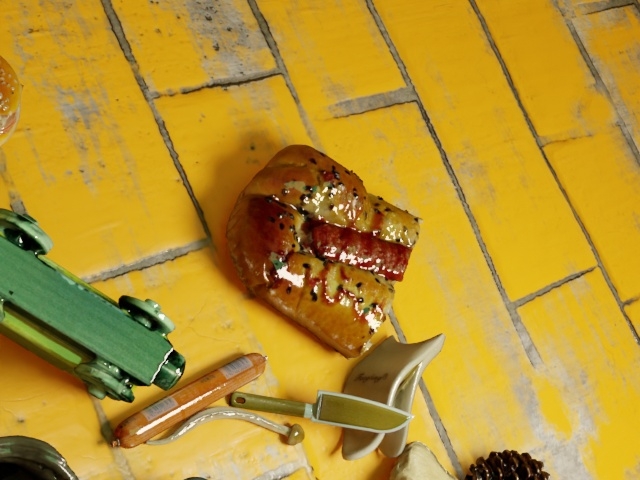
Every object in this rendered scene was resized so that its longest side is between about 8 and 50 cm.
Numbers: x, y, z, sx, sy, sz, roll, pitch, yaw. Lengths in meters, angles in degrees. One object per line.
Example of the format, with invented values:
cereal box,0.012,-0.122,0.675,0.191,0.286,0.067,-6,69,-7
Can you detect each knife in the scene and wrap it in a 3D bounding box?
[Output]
knife,0.003,0.308,1.798,0.343,0.027,0.061,10,86,1

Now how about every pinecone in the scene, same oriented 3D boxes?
pinecone,0.363,0.497,1.946,0.165,0.163,0.163,13,64,-24

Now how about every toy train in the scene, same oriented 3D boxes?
toy train,-0.429,0.113,1.569,0.442,0.272,0.179,35,69,-14

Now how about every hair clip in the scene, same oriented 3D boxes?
hair clip,0.122,0.301,1.897,0.113,0.172,0.282,25,72,-31

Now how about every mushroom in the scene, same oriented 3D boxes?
mushroom,-0.169,0.340,1.774,0.306,0.043,0.068,8,45,-26

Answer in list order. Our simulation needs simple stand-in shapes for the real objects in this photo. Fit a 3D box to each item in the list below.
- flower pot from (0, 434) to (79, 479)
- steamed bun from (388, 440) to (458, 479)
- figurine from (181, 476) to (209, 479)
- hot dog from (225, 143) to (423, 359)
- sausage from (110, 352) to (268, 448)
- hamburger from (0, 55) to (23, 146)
flower pot,-0.497,0.430,1.427,0.302,0.213,0.301,13,64,-27
steamed bun,0.193,0.502,1.844,0.231,0.110,0.212,46,24,26
figurine,-0.254,0.483,1.581,0.140,0.193,0.265,45,66,-8
hot dog,0.000,0.000,1.930,0.365,0.196,0.367,32,54,-11
sausage,-0.229,0.283,1.749,0.348,0.053,0.053,-26,84,-36
hamburger,-0.628,-0.253,1.686,0.237,0.147,0.236,14,60,-26
